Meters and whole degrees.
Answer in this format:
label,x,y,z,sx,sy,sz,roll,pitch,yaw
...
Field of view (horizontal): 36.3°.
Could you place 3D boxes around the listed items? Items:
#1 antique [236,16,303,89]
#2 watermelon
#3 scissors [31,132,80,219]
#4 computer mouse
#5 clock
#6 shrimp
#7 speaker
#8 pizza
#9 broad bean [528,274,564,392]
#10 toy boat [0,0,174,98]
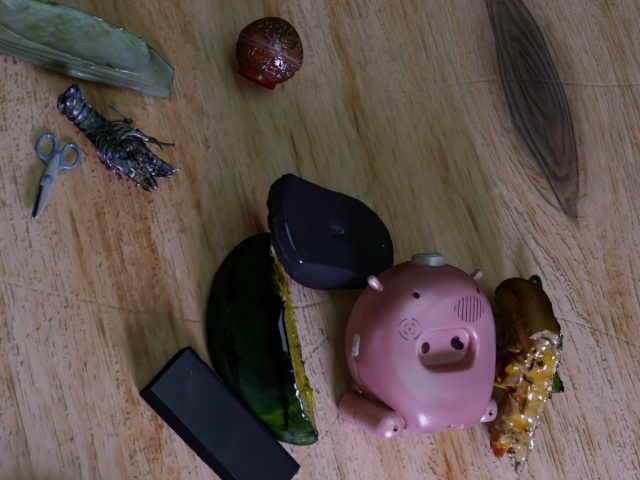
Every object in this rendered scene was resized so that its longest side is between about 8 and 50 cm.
label,x,y,z,sx,sy,sz,roll,pitch,yaw
antique,-0.072,-0.271,1.400,0.104,0.104,0.104,10,70,-29
watermelon,-0.071,0.128,1.300,0.129,0.123,0.301,11,66,-63
scissors,-0.340,-0.078,1.226,0.058,0.014,0.119,23,61,-23
computer mouse,0.000,0.000,1.348,0.269,0.086,0.138,17,58,-53
clock,0.150,0.138,1.347,0.227,0.142,0.241,-1,97,-33
shrimp,-0.260,-0.133,1.259,0.174,0.076,0.082,42,83,-5
speaker,-0.125,0.241,1.244,0.218,0.044,0.082,48,57,-11
pizza,0.288,0.173,1.464,0.074,0.288,0.251,6,36,-1
broad bean,0.346,0.155,1.561,0.061,0.046,0.196,-11,86,-45
toy boat,-0.318,-0.259,1.270,0.292,0.055,0.093,16,70,-27
